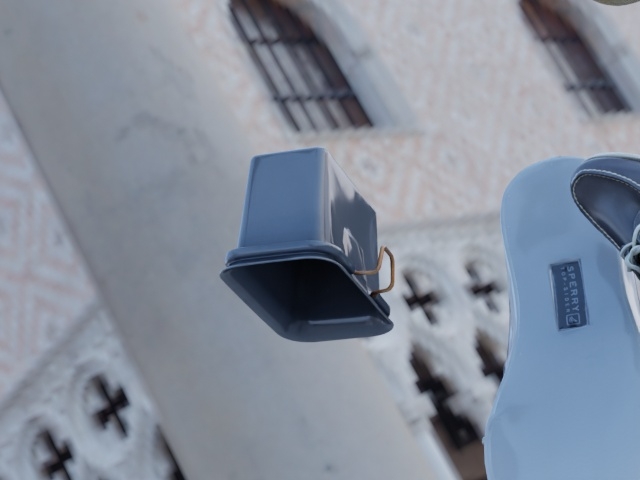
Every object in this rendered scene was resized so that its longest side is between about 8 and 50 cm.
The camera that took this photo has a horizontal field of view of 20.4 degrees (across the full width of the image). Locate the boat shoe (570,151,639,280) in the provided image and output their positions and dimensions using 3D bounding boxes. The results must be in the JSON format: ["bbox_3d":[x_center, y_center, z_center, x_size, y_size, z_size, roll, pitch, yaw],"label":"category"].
[{"bbox_3d":[0.254,0.001,1.296,0.065,0.206,0.075,-23,-43,-39],"label":"boat shoe"}]

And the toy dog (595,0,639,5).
[{"bbox_3d":[0.204,-0.339,1.456,0.161,0.220,0.334,-38,-34,29],"label":"toy dog"}]

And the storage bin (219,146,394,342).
[{"bbox_3d":[0.000,0.000,1.186,0.098,0.091,0.135,-7,-26,21],"label":"storage bin"}]

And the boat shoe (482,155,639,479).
[{"bbox_3d":[0.199,0.120,1.396,0.136,0.367,0.156,-10,-39,13],"label":"boat shoe"}]
